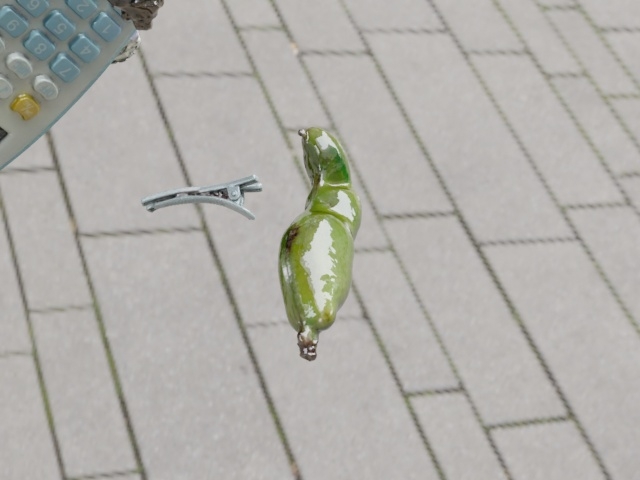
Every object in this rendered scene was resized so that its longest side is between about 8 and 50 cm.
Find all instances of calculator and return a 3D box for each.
[{"bbox_3d":[-0.348,-0.207,1.480,0.386,0.256,0.054,-42,55,4],"label":"calculator"}]

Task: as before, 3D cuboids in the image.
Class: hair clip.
[{"bbox_3d":[-0.113,-0.035,1.310,0.115,0.030,0.039,-6,65,11],"label":"hair clip"}]

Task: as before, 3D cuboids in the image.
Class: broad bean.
[{"bbox_3d":[0.000,0.000,1.019,0.070,0.048,0.213,45,31,-36],"label":"broad bean"}]

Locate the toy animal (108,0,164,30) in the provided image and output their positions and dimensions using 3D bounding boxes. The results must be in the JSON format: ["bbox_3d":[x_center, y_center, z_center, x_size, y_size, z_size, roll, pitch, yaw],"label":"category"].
[{"bbox_3d":[-0.196,-0.250,1.035,0.220,0.086,0.069,42,77,-18],"label":"toy animal"}]

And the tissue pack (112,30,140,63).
[{"bbox_3d":[-0.385,-0.372,1.746,0.242,0.125,0.344,-16,90,-7],"label":"tissue pack"}]
